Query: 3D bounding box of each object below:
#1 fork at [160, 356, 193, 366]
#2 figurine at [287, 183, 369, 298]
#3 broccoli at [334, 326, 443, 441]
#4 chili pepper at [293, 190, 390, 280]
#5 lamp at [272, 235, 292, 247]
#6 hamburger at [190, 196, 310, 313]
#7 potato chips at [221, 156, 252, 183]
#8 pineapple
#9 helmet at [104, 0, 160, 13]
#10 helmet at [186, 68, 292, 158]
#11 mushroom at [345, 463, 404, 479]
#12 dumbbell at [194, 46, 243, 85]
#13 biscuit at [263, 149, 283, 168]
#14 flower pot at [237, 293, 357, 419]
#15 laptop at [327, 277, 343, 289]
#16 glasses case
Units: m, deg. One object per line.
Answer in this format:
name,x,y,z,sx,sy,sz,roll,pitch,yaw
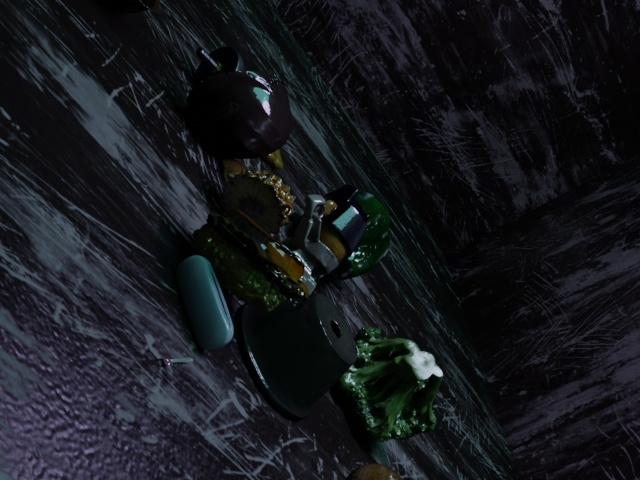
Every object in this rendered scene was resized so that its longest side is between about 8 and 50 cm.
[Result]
fork,-0.236,0.196,1.319,0.016,0.012,0.115,69,12,12
figurine,0.002,0.003,1.861,0.143,0.308,0.308,42,13,10
broccoli,0.171,0.349,1.950,0.294,0.245,0.265,36,38,-2
chili pepper,0.065,-0.008,2.220,0.256,0.248,0.233,-44,114,-59
lamp,-0.097,0.020,1.957,0.163,0.091,0.091,31,31,-36
hamburger,-0.136,0.045,1.559,0.261,0.139,0.243,36,-6,43
potato chips,-0.180,-0.144,2.028,0.201,0.049,0.150,26,32,-55
pineapple,-0.127,-0.101,1.856,0.175,0.162,0.137,22,34,12
helmet,-0.441,-0.567,1.815,0.175,0.106,0.155,67,18,12
helmet,-0.185,-0.291,1.964,0.305,0.224,0.177,-8,80,-68
mushroom,0.124,0.556,1.568,0.253,0.153,0.253,53,20,-29
dumbbell,-0.230,-0.406,2.144,0.325,0.143,0.143,42,24,-51
biscuit,-0.175,-0.305,2.341,0.174,0.039,0.183,41,24,-55
flower pot,-0.031,0.215,1.657,0.269,0.166,0.269,56,15,-24
laptop,0.010,0.040,2.372,0.135,0.016,0.197,39,27,-52
glasses case,-0.208,0.110,1.445,0.045,0.067,0.179,29,36,-63
